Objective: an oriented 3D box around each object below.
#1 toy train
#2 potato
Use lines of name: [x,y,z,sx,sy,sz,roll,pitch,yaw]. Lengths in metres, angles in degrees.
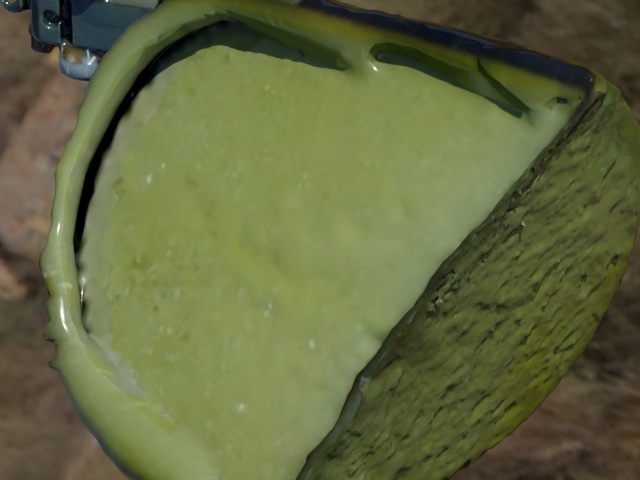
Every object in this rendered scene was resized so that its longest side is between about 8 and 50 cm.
toy train: [-0.122,-0.175,1.458,0.127,0.219,0.089,-64,-21,-55]
potato: [0.000,0.000,1.196,0.280,0.213,0.330,36,94,28]
